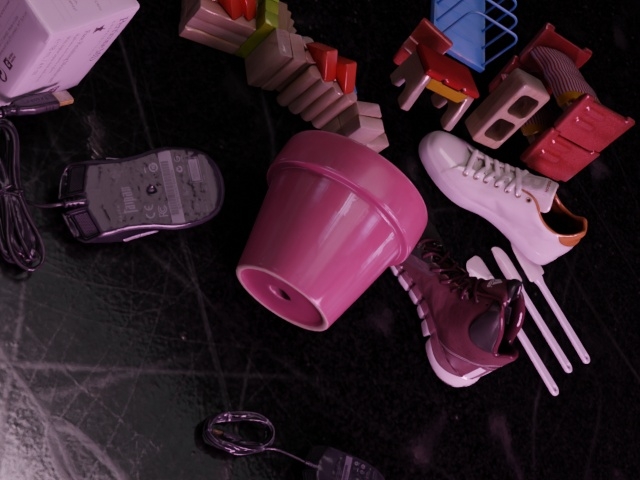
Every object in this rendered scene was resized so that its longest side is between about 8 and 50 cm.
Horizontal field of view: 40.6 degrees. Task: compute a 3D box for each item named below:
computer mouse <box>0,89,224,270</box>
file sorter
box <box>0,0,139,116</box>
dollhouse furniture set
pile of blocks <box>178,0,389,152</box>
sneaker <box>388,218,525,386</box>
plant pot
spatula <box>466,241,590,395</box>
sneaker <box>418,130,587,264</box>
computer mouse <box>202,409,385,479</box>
[{"bbox_3d":[-0.245,-0.080,0.960,0.262,0.060,0.184,-17,89,-31],"label":"computer mouse"},{"bbox_3d":[0.266,-0.400,1.471,0.118,0.104,0.170,23,57,-28],"label":"file sorter"},{"bbox_3d":[-0.316,-0.258,0.906,0.119,0.181,0.181,-37,95,-42],"label":"box"},{"bbox_3d":[0.284,-0.256,1.342,0.374,0.152,0.201,19,40,-33],"label":"dollhouse furniture set"},{"bbox_3d":[-0.024,-0.260,1.178,0.362,0.113,0.148,37,52,-19],"label":"pile of blocks"},{"bbox_3d":[0.193,0.047,1.167,0.106,0.163,0.281,-17,81,-41],"label":"sneaker"},{"bbox_3d":[0.000,0.000,1.037,0.201,0.201,0.180,40,66,-16],"label":"plant pot"},{"bbox_3d":[0.325,0.112,1.338,0.168,0.019,0.242,-27,87,-48],"label":"spatula"},{"bbox_3d":[0.289,-0.088,1.328,0.290,0.123,0.105,36,52,-11],"label":"sneaker"},{"bbox_3d":[-0.028,0.256,0.992,0.242,0.041,0.071,29,56,-16],"label":"computer mouse"}]
